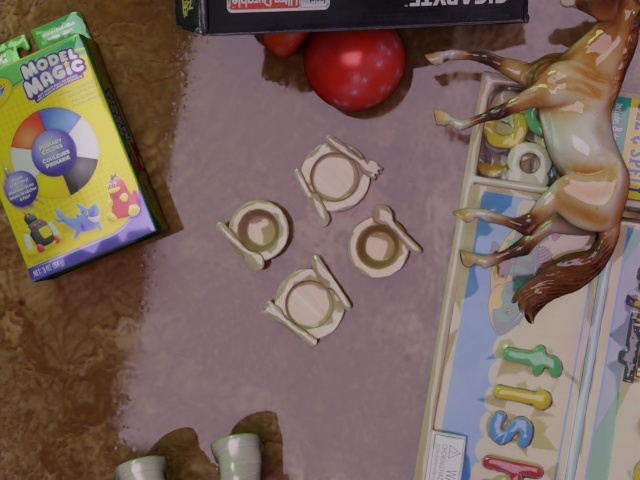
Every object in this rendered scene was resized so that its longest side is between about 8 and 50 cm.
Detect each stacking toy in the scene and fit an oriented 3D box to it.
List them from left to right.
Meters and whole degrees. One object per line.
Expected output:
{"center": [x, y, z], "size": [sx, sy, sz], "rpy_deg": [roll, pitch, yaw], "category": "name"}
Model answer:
{"center": [-0.057, -0.242, 1.068], "size": [0.330, 0.141, 0.141], "rpy_deg": [41, 96, 0], "category": "stacking toy"}

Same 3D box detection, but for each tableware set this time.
{"center": [0.000, 0.000, 1.112], "size": [0.168, 0.020, 0.141], "rpy_deg": [-39, 85, 7], "category": "tableware set"}

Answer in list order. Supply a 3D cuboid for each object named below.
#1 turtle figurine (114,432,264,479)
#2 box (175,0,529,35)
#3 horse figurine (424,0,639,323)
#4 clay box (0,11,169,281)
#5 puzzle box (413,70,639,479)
{"center": [-0.082, 0.322, 1.090], "size": [0.197, 0.274, 0.266], "rpy_deg": [-26, 66, 30], "category": "turtle figurine"}
{"center": [0.031, -0.311, 0.954], "size": [0.295, 0.073, 0.294], "rpy_deg": [-6, 105, -23], "category": "box"}
{"center": [0.186, -0.071, 1.005], "size": [0.174, 0.066, 0.263], "rpy_deg": [-10, 91, 6], "category": "horse figurine"}
{"center": [-0.239, -0.088, 1.128], "size": [0.127, 0.053, 0.222], "rpy_deg": [-23, 89, 8], "category": "clay box"}
{"center": [0.238, 0.076, 1.063], "size": [0.272, 0.052, 0.409], "rpy_deg": [9, 92, 7], "category": "puzzle box"}
